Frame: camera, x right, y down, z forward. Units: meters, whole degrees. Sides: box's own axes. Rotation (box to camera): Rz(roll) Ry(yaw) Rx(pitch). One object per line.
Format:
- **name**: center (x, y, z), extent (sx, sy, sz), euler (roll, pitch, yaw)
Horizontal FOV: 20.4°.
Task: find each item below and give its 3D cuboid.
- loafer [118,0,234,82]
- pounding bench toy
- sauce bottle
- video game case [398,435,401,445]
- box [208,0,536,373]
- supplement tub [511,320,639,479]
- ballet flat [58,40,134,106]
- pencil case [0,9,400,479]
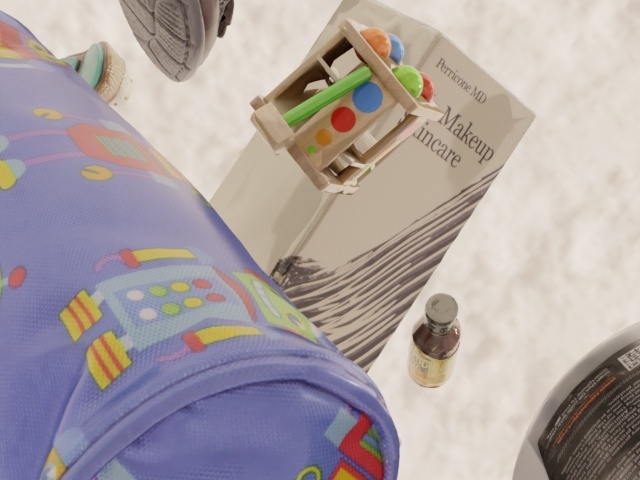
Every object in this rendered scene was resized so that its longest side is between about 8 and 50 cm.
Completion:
- **loafer**: center (-0.090, -0.217, 1.240), extent (0.095, 0.109, 0.302), euler (-35, 159, -17)
- **pounding bench toy**: center (0.011, -0.061, 0.779), extent (0.065, 0.052, 0.083), euler (-41, 168, 13)
- **sauce bottle**: center (0.092, 0.079, 1.432), extent (0.042, 0.042, 0.128), euler (-30, 156, -15)
- **video game case**: center (-0.030, 0.129, 1.468), extent (0.143, 0.157, 0.019), euler (-5, 129, -30)
- **box**: center (0.000, 0.000, 1.060), extent (0.113, 0.094, 0.275), euler (32, 92, -42)
- **supplement tub**: center (0.178, 0.137, 0.644), extent (0.193, 0.316, 0.194), euler (0, 96, 0)
- **ballet flat**: center (-0.237, -0.172, 1.902), extent (0.067, 0.206, 0.073), euler (21, 87, -23)
- **pencil case**: center (-0.098, 0.023, 0.631), extent (0.119, 0.306, 0.133), euler (25, 101, -40)
